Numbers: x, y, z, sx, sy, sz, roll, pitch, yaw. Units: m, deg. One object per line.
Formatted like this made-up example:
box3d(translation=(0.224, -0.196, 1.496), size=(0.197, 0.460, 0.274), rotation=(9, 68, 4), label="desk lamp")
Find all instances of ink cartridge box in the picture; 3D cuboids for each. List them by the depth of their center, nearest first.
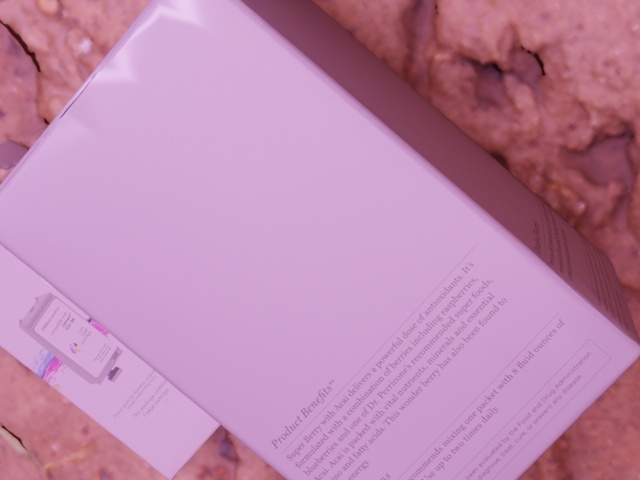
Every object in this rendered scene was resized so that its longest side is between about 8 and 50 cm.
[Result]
box3d(translation=(-0.133, 0.035, 0.883), size=(0.198, 0.115, 0.067), rotation=(40, 104, -4), label="ink cartridge box")

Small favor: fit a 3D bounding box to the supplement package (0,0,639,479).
box3d(translation=(0.000, 0.000, 0.830), size=(0.293, 0.175, 0.177), rotation=(41, 105, -6), label="supplement package")
